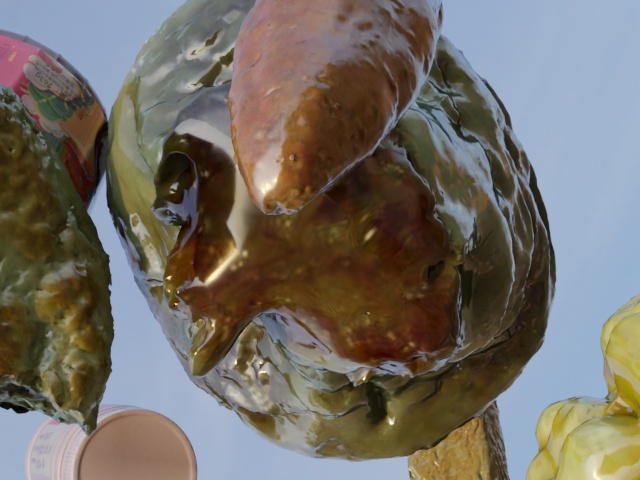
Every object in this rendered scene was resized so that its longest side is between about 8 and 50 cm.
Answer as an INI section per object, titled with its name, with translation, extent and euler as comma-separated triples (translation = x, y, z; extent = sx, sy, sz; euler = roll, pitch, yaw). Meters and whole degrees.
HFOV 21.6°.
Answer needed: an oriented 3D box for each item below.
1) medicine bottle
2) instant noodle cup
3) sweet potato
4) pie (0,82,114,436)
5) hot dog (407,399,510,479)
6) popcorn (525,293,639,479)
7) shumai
[medicine bottle]
translation = -0.215, 0.231, 1.692
extent = 0.133, 0.133, 0.249
euler = -44, 10, -16
[instant noodle cup]
translation = -0.279, -0.055, 1.347
extent = 0.258, 0.302, 0.182
euler = 98, -169, -47
[sweet potato]
translation = 0.008, -0.089, 0.772
extent = 0.252, 0.097, 0.097
euler = -70, -7, -57
[pie]
translation = -0.253, 0.018, 1.000
extent = 0.302, 0.067, 0.303
euler = 10, -108, -32
[hot dog]
translation = 0.119, 0.166, 1.470
extent = 0.084, 0.243, 0.073
euler = -19, -34, 18
[popcorn]
translation = 0.193, 0.126, 0.641
extent = 0.270, 0.224, 0.258
euler = -42, -54, -39
[shumai]
translation = 0.000, 0.000, 1.200
extent = 0.324, 0.397, 0.323
euler = -25, 7, 6
